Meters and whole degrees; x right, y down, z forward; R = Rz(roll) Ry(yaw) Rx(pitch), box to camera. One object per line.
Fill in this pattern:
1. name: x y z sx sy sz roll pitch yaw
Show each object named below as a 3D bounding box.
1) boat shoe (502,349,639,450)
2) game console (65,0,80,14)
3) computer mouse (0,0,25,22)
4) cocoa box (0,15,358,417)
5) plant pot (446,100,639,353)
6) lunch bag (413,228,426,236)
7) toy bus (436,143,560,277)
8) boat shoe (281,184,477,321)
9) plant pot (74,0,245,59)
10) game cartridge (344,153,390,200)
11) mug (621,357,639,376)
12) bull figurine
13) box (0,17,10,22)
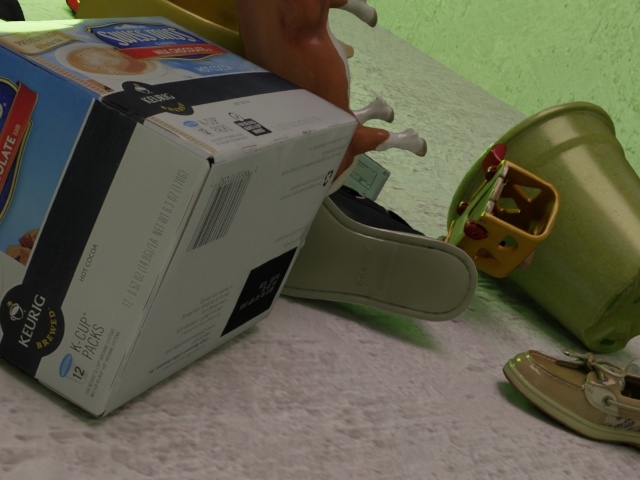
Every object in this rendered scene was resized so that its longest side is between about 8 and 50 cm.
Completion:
1. boat shoe: 0.336 0.171 1.468 0.285 0.089 0.104 21 18 -16
2. game console: -0.214 -0.298 2.147 0.342 0.060 0.386 20 18 -38
3. computer mouse: -0.519 -0.353 1.816 0.272 0.072 0.188 25 16 -2
4. cocoa box: -0.158 -0.042 1.132 0.228 0.231 0.347 29 18 13
5. plant pot: 0.352 0.001 1.765 0.276 0.276 0.254 7 36 -47
6. lunch bag: 0.095 0.014 1.625 0.098 0.065 0.067 21 18 -14
7. toy bus: 0.219 -0.006 1.653 0.104 0.191 0.202 27 16 -3
8. boat shoe: 0.002 -0.004 1.453 0.340 0.127 0.113 14 6 -15
9. plant pot: -0.166 -0.157 1.457 0.254 0.239 0.254 24 16 -7
10. game cartridge: 0.059 -0.094 1.911 0.083 0.056 0.017 40 14 33
11. mug: 0.404 0.174 1.642 0.064 0.078 0.062 7 57 -27
12. bull figurine: -0.003 -0.140 1.319 0.188 0.310 0.101 -17 21 -26
13. box: -0.378 -0.218 1.646 0.231 0.056 0.183 18 18 -24
